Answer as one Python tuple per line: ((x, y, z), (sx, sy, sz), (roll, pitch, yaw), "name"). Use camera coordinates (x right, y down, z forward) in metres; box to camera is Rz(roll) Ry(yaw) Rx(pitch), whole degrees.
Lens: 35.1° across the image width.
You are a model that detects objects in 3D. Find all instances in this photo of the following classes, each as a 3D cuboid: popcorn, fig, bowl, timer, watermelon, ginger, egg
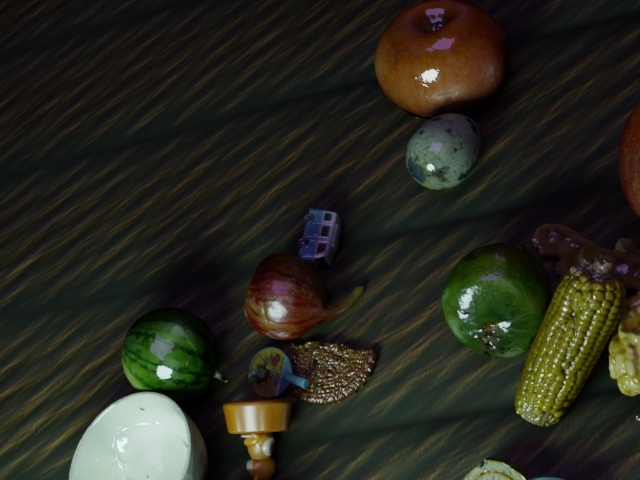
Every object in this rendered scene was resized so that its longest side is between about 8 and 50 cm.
((0.559, 0.174, 1.706), (0.140, 0.163, 0.194), (-5, 60, 37), "popcorn")
((0.327, 0.085, 1.856), (0.203, 0.203, 0.235), (-8, 24, 17), "fig")
((-0.320, 0.435, 1.887), (0.277, 0.145, 0.277), (-15, 55, 22), "bowl")
((-0.114, 0.374, 1.882), (0.132, 0.132, 0.152), (-5, 82, 18), "timer")
((-0.280, 0.229, 1.976), (0.215, 0.188, 0.188), (18, 67, -5), "watermelon")
((0.530, 0.057, 1.825), (0.334, 0.081, 0.148), (14, 53, 26), "ginger")
((0.249, -0.181, 2.023), (0.141, 0.141, 0.181), (26, 57, 30), "egg")
((-0.039, 0.119, 1.966), (0.207, 0.175, 0.175), (21, 71, 9), "fig")

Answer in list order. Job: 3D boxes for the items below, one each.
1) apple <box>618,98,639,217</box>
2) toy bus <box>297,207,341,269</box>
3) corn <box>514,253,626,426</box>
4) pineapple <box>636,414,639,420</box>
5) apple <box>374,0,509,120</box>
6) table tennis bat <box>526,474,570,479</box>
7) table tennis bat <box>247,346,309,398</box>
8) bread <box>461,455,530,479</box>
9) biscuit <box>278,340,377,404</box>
((0.673, -0.117, 1.707), (0.348, 0.348, 0.277), (27, 88, 31), "apple")
((0.000, 0.000, 2.065), (0.075, 0.060, 0.123), (3, 62, 19), "toy bus")
((0.422, 0.170, 1.717), (0.119, 0.119, 0.322), (37, 116, 32), "corn")
((0.668, 0.275, 1.525), (0.344, 0.286, 0.209), (-19, 58, 12), "pineapple")
((0.249, -0.384, 2.096), (0.272, 0.206, 0.251), (11, 64, 27), "apple")
((0.350, 0.499, 1.650), (0.153, 0.040, 0.244), (33, 85, 2), "table tennis bat")
((-0.083, 0.260, 1.954), (0.155, 0.019, 0.100), (11, 81, 42), "table tennis bat")
((0.286, 0.442, 1.706), (0.156, 0.064, 0.117), (-45, 70, -1), "bread")
((0.005, 0.253, 1.944), (0.206, 0.025, 0.126), (-1, 63, 21), "biscuit")
